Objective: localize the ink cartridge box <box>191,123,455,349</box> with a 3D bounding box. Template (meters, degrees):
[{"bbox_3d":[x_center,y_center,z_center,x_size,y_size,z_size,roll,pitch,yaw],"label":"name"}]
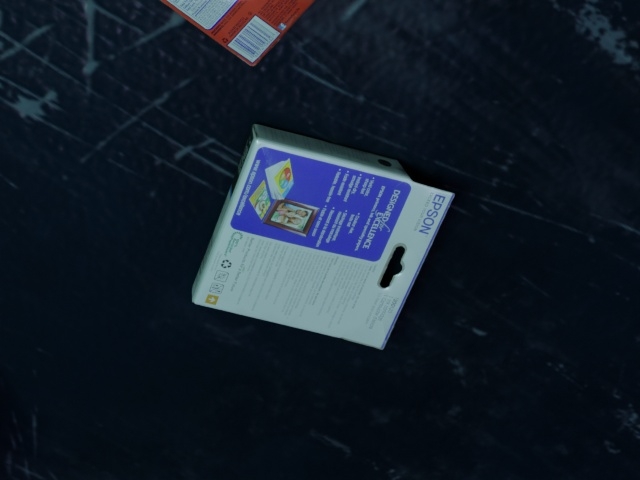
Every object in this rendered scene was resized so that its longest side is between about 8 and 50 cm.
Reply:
[{"bbox_3d":[0.000,0.000,1.450,0.208,0.045,0.206,15,122,-14],"label":"ink cartridge box"}]

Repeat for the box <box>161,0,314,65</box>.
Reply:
[{"bbox_3d":[-0.026,-0.290,1.202,0.128,0.122,0.257,34,115,-25],"label":"box"}]
